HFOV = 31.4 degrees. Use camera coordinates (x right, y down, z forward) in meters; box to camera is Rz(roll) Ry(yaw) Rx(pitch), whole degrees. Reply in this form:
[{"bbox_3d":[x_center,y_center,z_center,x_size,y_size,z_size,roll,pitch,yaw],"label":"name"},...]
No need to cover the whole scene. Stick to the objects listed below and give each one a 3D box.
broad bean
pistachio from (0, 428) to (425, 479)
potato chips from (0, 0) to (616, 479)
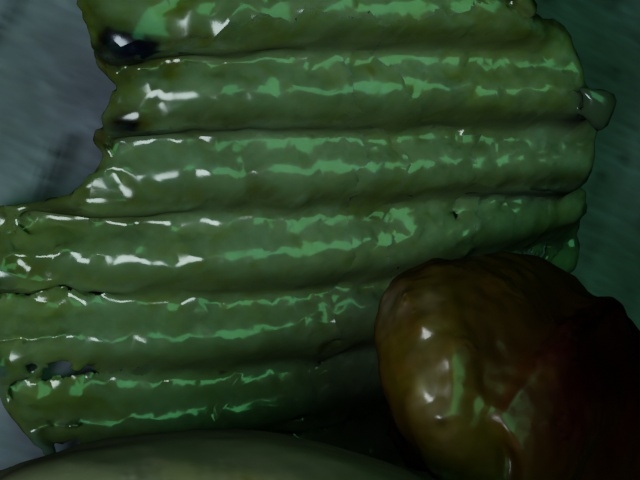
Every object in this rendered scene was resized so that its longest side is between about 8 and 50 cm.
[{"bbox_3d":[0.106,0.086,0.613,0.229,0.122,0.156,17,65,-47],"label":"broad bean"},{"bbox_3d":[-0.012,0.240,0.535,0.446,0.365,0.281,24,51,-25],"label":"pistachio"},{"bbox_3d":[0.007,0.004,0.689,0.389,0.097,0.373,17,108,-25],"label":"potato chips"}]
